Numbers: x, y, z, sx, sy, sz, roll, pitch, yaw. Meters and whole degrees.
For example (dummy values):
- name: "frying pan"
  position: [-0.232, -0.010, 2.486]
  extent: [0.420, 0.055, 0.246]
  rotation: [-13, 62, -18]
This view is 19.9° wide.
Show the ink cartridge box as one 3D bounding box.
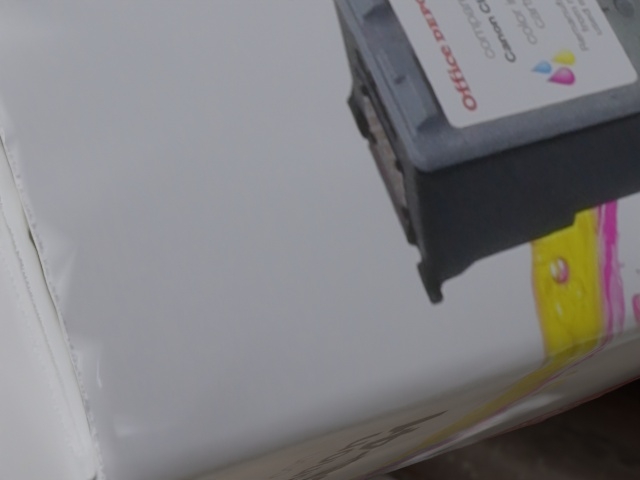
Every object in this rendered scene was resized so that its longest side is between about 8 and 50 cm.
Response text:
- name: "ink cartridge box"
  position: [0.000, 0.000, 0.502]
  extent: [0.306, 0.131, 0.226]
  rotation: [-15, -11, -38]
